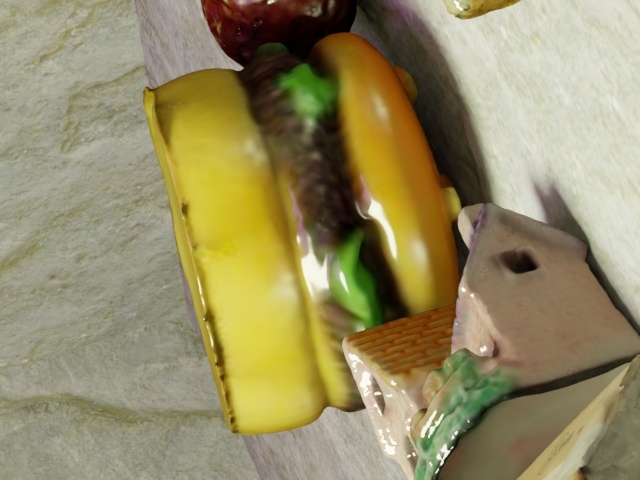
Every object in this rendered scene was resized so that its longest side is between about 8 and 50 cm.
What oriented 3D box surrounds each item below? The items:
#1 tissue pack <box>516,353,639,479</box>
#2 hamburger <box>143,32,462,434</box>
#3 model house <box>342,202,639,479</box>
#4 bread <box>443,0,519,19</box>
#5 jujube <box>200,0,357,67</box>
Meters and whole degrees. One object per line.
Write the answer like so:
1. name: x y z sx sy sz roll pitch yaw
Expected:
1. tissue pack: 0.221 0.219 1.208 0.238 0.238 0.305 67 148 27
2. hamburger: 0.000 0.000 1.792 0.396 0.277 0.396 165 90 -85
3. model house: 0.135 0.111 1.527 0.237 0.202 0.237 86 162 -47
4. bread: 0.128 -0.225 1.420 0.083 0.070 0.077 115 136 -69
5. jujube: -0.041 -0.275 1.920 0.243 0.183 0.183 154 99 -71
